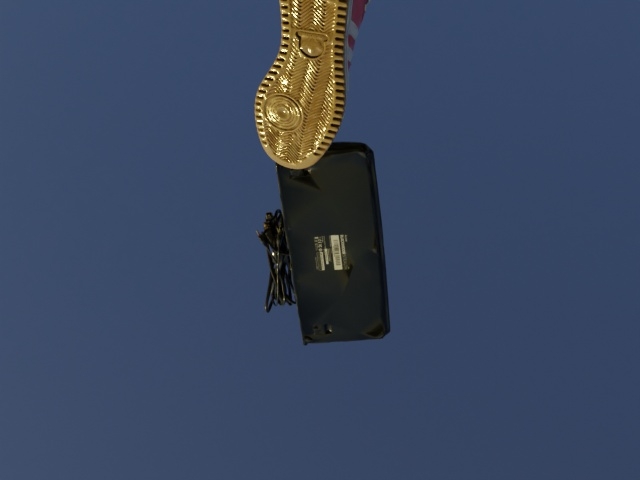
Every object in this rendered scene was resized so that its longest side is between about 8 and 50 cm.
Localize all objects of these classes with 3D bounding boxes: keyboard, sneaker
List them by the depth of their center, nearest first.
[{"bbox_3d":[0.001,-0.095,0.534,0.042,0.118,0.067,16,-145,7],"label":"sneaker"},{"bbox_3d":[0.000,0.000,0.915,0.100,0.192,0.038,-3,-143,4],"label":"keyboard"}]
